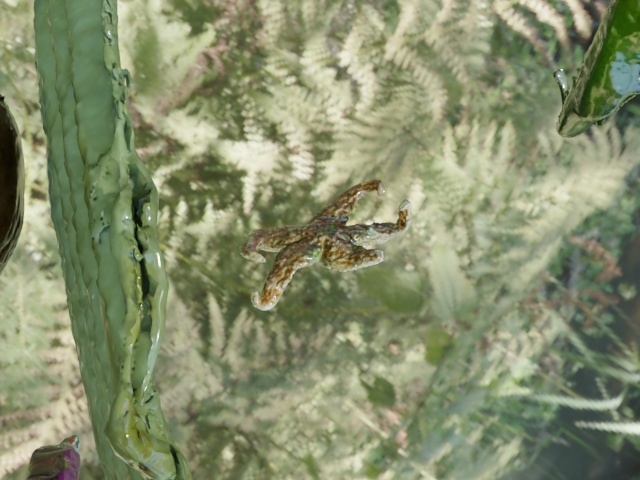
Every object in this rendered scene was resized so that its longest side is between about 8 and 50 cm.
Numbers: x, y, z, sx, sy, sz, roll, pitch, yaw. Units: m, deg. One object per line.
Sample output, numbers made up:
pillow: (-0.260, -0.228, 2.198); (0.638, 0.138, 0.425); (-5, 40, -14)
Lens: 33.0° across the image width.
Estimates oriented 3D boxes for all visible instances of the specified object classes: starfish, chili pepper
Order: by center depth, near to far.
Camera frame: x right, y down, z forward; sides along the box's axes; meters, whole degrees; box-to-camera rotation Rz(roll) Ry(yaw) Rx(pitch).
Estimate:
chili pepper: (0.225, -0.170, 0.666); (0.076, 0.085, 0.359); (-9, 155, -26)
starfish: (0.002, 0.009, 1.106); (0.210, 0.150, 0.053); (-43, 132, -38)

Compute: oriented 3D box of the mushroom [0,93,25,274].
mushroom: (-0.284, -0.028, 0.703); (0.194, 0.138, 0.231); (37, 69, -24)

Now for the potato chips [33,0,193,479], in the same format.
potato chips: (-0.119, 0.030, 0.653); (0.070, 0.429, 0.358); (-10, 151, -14)

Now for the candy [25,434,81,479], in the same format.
candy: (-0.234, 0.210, 0.943); (0.045, 0.175, 0.043); (-13, 107, -5)
